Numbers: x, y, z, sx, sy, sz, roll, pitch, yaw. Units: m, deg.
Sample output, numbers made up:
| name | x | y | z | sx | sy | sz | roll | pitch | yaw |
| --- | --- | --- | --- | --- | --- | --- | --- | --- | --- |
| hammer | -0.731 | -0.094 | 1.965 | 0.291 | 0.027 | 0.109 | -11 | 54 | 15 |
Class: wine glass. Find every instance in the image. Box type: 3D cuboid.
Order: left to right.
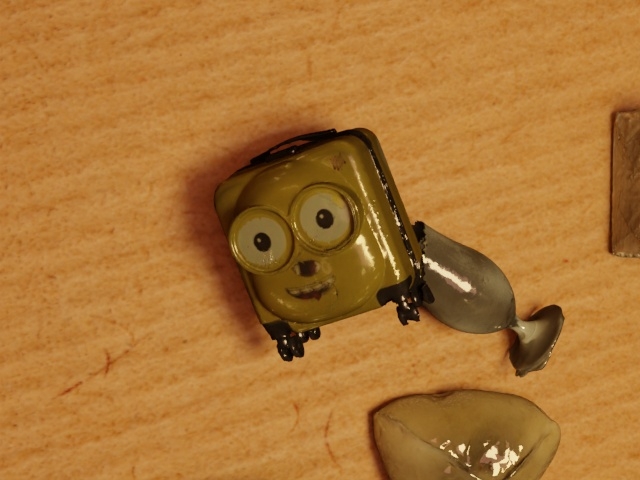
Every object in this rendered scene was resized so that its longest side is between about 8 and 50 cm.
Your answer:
| name | x | y | z | sx | sy | sz | roll | pitch | yaw |
| --- | --- | --- | --- | --- | --- | --- | --- | --- | --- |
| wine glass | 0.185 | 0.069 | 1.403 | 0.222 | 0.103 | 0.103 | 33 | 84 | -14 |

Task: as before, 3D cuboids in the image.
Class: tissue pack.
| name | x | y | z | sx | sy | sz | roll | pitch | yaw |
| --- | --- | --- | --- | --- | --- | --- | --- | --- | --- |
| tissue pack | 0.517 | -0.068 | 1.478 | 0.271 | 0.124 | 0.202 | 0 | 97 | -17 |

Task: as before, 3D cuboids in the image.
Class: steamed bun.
| name | x | y | z | sx | sy | sz | roll | pitch | yaw |
| --- | --- | --- | --- | --- | --- | --- | --- | --- | --- |
| steamed bun | 0.195 | 0.268 | 1.404 | 0.212 | 0.110 | 0.231 | -34 | 99 | -7 |

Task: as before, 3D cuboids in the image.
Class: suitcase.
| name | x | y | z | sx | sy | sz | roll | pitch | yaw |
| --- | --- | --- | --- | --- | --- | --- | --- | --- | --- |
| suitcase | 0.000 | 0.000 | 1.290 | 0.193 | 0.143 | 0.235 | -19 | 98 | 21 |
